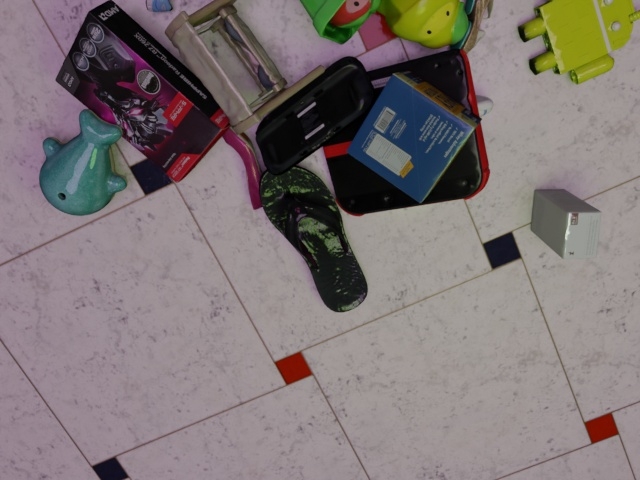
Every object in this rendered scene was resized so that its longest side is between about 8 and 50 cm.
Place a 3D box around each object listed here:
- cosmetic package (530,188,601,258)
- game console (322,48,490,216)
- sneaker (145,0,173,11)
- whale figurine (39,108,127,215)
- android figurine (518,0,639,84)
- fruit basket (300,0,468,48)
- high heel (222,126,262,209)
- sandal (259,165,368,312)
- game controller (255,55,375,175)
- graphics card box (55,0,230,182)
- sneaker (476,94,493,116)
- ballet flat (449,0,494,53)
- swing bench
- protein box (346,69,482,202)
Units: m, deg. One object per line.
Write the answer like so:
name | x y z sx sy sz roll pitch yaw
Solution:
cosmetic package | 0.592 -0.045 1.436 0.085 0.231 0.117 -2 109 0
game console | 0.185 -0.239 1.402 0.386 0.060 0.342 -8 105 24
sneaker | -0.354 -0.601 1.340 0.073 0.063 0.162 4 114 -21
whale figurine | -0.568 -0.173 1.404 0.216 0.141 0.272 31 124 -11
android figurine | 0.611 -0.501 1.378 0.272 0.056 0.248 -22 107 8
fruit basket | 0.161 -0.553 1.255 0.391 0.283 0.392 4 104 15
high heel | -0.200 -0.190 1.465 0.117 0.082 0.244 -40 113 12
sandal | 0.003 0.000 1.488 0.167 0.107 0.446 -32 112 -1
game controller | -0.019 -0.285 1.367 0.319 0.067 0.167 -33 65 24
graphics card box | -0.400 -0.330 1.358 0.371 0.094 0.232 42 132 -13
sneaker | 0.305 -0.269 1.440 0.240 0.091 0.126 -11 119 16
ballet flat | 0.359 -0.508 1.367 0.067 0.073 0.206 9 113 -19
swing bench | -0.176 -0.393 1.282 0.254 0.165 0.253 -45 108 -34
protein box | 0.204 -0.229 1.287 0.201 0.136 0.200 36 118 7
